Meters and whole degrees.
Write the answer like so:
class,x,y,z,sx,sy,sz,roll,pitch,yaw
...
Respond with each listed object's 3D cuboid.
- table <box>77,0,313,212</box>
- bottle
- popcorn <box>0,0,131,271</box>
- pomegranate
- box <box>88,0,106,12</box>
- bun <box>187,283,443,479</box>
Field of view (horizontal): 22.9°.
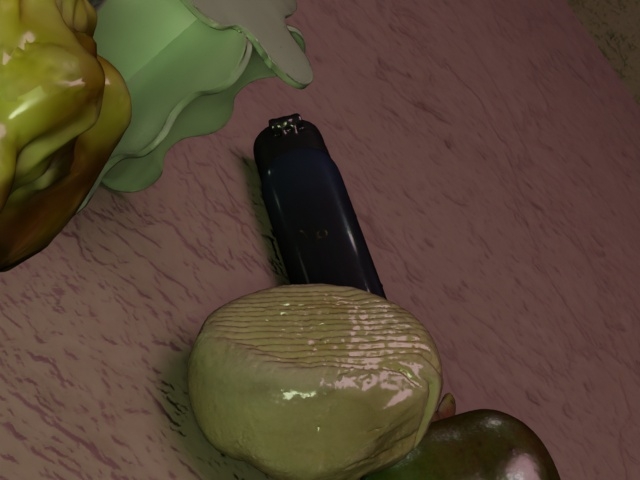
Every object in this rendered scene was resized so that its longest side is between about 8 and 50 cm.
class,x,y,z,sx,sy,sz,roll,pitch,yaw
table,-0.127,-0.119,1.115,0.166,0.198,0.166,40,27,-26
bottle,0.000,0.000,1.336,0.082,0.072,0.244,81,-8,-54
popcorn,-0.245,-0.111,0.786,0.312,0.312,0.312,40,27,-25
pomegranate,0.091,0.183,1.171,0.191,0.152,0.131,-131,-153,-60
box,-0.188,-0.224,0.953,0.112,0.370,0.190,-22,75,-48
bun,-0.004,0.109,1.103,0.173,0.113,0.166,13,27,17
